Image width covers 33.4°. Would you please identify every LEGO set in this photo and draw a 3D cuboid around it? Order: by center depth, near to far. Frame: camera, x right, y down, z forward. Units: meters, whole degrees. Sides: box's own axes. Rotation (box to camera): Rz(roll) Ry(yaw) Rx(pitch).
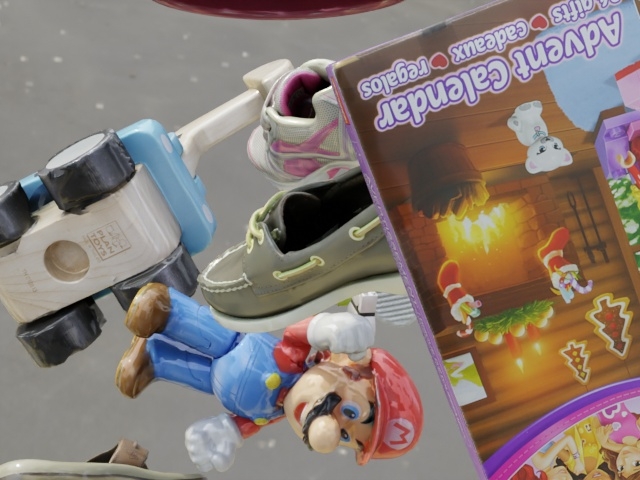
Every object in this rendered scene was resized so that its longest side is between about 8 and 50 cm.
[{"bbox_3d":[0.000,0.022,1.311,0.087,0.093,0.227,-1,27,-17],"label":"LEGO set"}]

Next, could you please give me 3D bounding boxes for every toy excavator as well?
[{"bbox_3d":[-0.230,-0.087,1.448,0.433,0.222,0.445,-25,21,12],"label":"toy excavator"}]

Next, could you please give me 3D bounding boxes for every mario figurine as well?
[{"bbox_3d":[-0.052,0.153,1.086,0.321,0.198,0.170,16,67,4],"label":"mario figurine"}]

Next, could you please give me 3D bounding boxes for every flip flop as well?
[{"bbox_3d":[-0.222,0.243,1.109,0.277,0.112,0.080,21,43,-47],"label":"flip flop"}]

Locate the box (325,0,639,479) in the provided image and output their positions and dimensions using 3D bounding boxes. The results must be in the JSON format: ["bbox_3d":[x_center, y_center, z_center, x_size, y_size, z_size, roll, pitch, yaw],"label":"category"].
[{"bbox_3d":[0.173,-0.027,0.423,0.293,0.201,0.057,-21,8,2],"label":"box"}]

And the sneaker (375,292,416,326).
[{"bbox_3d":[0.042,0.033,1.786,0.282,0.102,0.161,45,5,-7],"label":"sneaker"}]

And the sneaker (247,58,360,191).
[{"bbox_3d":[-0.006,-0.117,1.007,0.111,0.103,0.252,40,-23,-24],"label":"sneaker"}]

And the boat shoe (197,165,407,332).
[{"bbox_3d":[0.002,-0.003,0.822,0.305,0.091,0.109,-17,32,44],"label":"boat shoe"}]

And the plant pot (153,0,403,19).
[{"bbox_3d":[-0.031,-0.266,0.768,0.201,0.180,0.201,-1,0,0],"label":"plant pot"}]
